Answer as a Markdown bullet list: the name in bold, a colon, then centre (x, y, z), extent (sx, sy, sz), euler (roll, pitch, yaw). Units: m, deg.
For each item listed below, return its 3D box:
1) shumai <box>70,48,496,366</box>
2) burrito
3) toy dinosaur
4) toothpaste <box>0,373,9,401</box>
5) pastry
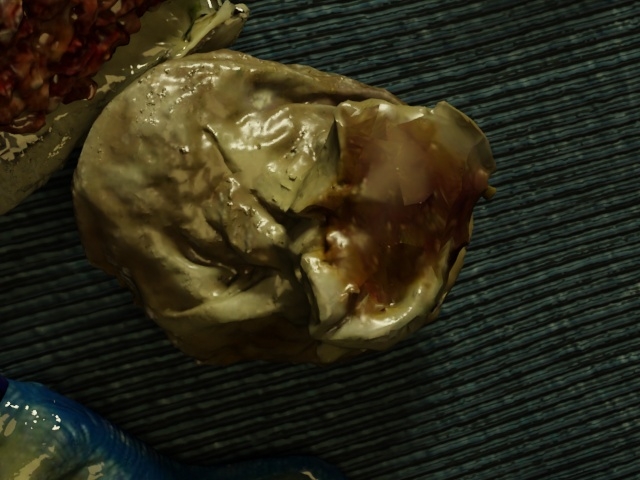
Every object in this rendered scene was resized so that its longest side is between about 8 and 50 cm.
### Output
- **shumai**: centre (0.000, 0.000, 0.691), extent (0.209, 0.153, 0.161), euler (33, 87, -37)
- **burrito**: centre (-0.139, -0.057, 0.702), extent (0.229, 0.058, 0.063), euler (-36, 114, -5)
- **toy dinosaur**: centre (-0.110, 0.090, 0.748), extent (0.188, 0.075, 0.248), euler (-35, 104, -16)
- **toothpaste**: centre (-0.274, -0.012, 0.622), extent (0.320, 0.076, 0.066), euler (42, 99, -9)
- **pastry**: centre (-0.114, -0.142, 0.657), extent (0.097, 0.115, 0.208), euler (35, 78, 21)
